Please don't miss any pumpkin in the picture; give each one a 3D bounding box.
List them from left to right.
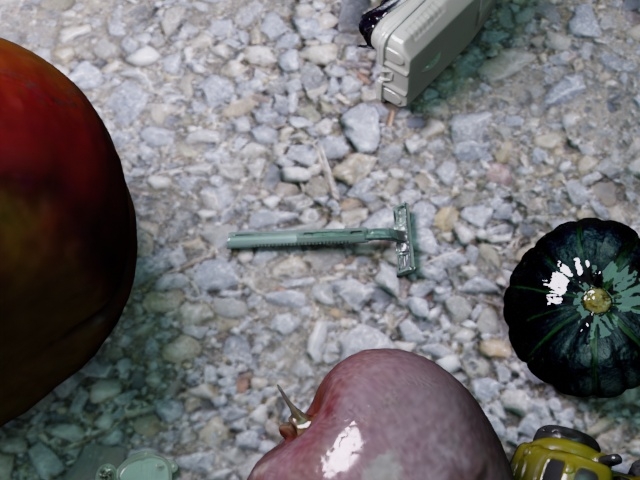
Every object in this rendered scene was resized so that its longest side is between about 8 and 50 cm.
[{"bbox_3d":[0.292,0.073,1.127,0.194,0.150,0.194,3,73,-10],"label":"pumpkin"}]

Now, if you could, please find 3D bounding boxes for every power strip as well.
[{"bbox_3d":[-0.184,0.238,1.047,0.083,0.035,0.055,2,70,-12],"label":"power strip"}]

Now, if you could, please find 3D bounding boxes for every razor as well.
[{"bbox_3d":[0.001,-0.003,1.165,0.211,0.036,0.084,0,69,-11],"label":"razor"}]

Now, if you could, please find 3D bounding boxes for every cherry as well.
[{"bbox_3d":[0.066,0.248,0.995,0.307,0.221,0.261,44,71,-12],"label":"cherry"}]

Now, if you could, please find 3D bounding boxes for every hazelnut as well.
[{"bbox_3d":[-0.381,-0.002,0.918,0.429,0.402,0.402,-36,80,-8],"label":"hazelnut"}]

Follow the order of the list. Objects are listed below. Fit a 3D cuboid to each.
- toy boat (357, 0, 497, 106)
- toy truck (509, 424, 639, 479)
[{"bbox_3d":[0.137,-0.290,1.245,0.140,0.141,0.270,28,66,1],"label":"toy boat"},{"bbox_3d":[0.303,0.274,1.049,0.224,0.165,0.147,23,69,-1],"label":"toy truck"}]
